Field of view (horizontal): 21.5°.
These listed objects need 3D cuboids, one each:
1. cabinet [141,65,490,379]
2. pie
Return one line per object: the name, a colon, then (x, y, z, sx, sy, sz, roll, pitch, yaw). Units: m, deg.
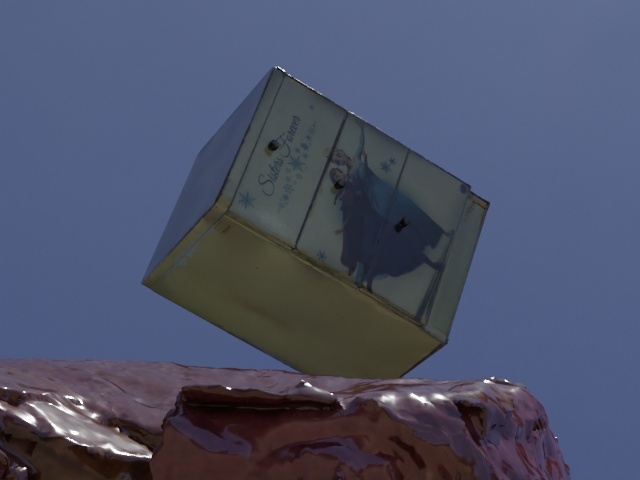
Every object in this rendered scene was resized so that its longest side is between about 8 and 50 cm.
cabinet: (0.000, 0.000, 1.313, 0.206, 0.145, 0.150, 30, -38, -13)
pie: (-0.041, 0.058, 0.462, 0.219, 0.204, 0.054, 0, -94, 8)
